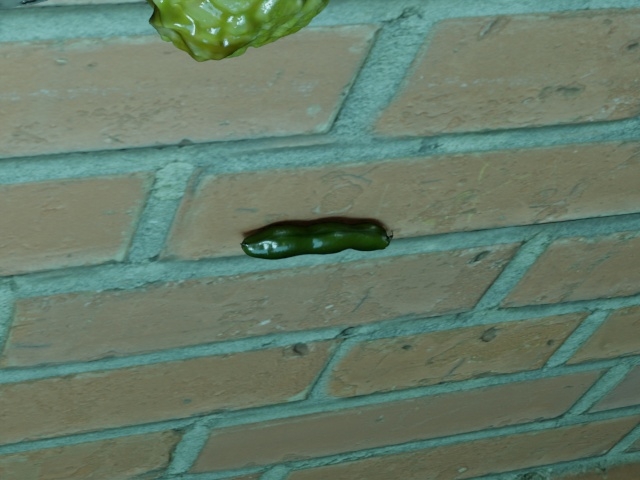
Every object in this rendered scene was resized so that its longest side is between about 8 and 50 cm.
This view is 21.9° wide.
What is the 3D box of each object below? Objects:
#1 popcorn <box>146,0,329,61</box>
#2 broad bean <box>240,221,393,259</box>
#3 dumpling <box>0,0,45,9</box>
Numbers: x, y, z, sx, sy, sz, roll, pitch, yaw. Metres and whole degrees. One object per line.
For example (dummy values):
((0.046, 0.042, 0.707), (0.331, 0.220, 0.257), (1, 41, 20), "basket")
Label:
((-0.098, -0.266, 1.572), (0.216, 0.181, 0.235), (-28, 169, -8), "popcorn")
((0.002, -0.001, 2.321), (0.254, 0.046, 0.065), (-3, 163, -30), "broad bean")
((-0.333, -0.286, 1.490), (0.247, 0.142, 0.173), (-3, 116, -16), "dumpling")
